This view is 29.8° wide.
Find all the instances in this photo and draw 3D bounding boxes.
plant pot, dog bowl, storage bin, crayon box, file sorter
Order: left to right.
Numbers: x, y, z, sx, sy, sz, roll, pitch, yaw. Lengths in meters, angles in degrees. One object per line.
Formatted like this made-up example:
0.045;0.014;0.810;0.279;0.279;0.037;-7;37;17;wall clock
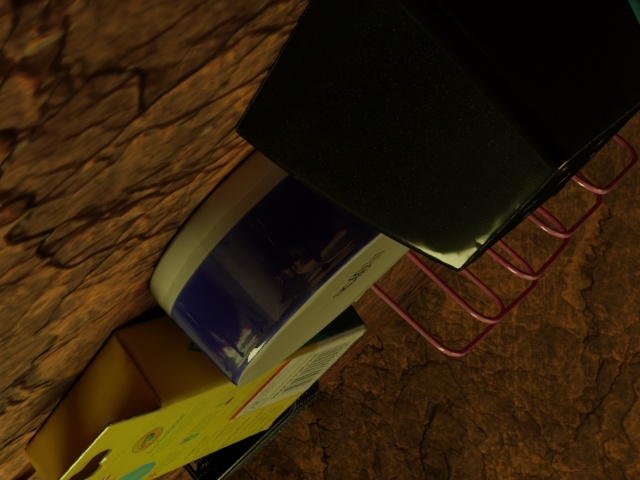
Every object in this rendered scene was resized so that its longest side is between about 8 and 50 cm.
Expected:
-0.128;0.140;1.096;0.318;0.081;0.202;-16;155;-49;crayon box
-0.106;0.202;1.482;0.180;0.122;0.084;-45;171;20;storage bin
-0.003;-0.007;0.961;0.265;0.104;0.265;-41;171;-8;dog bowl
0.092;-0.096;0.744;0.188;0.167;0.187;-34;168;-39;plant pot
0.206;-0.033;1.423;0.290;0.182;0.202;-55;166;31;file sorter

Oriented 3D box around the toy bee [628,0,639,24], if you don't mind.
0.249;-0.221;1.000;0.298;0.162;0.195;-19;-177;8;toy bee

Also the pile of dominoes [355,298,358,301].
0.134;-0.023;1.831;0.196;0.040;0.251;-50;177;40;pile of dominoes
